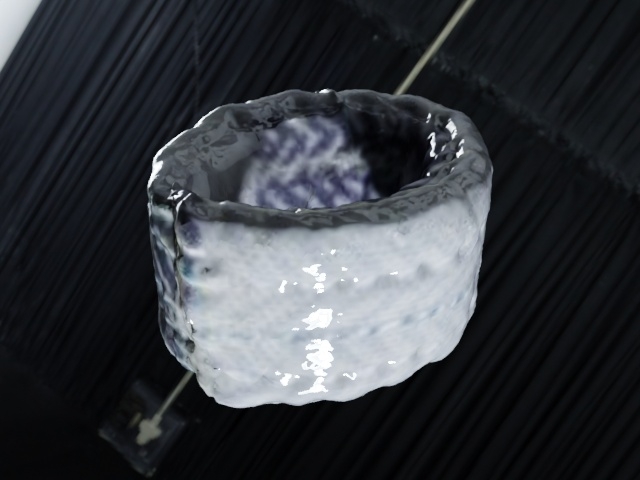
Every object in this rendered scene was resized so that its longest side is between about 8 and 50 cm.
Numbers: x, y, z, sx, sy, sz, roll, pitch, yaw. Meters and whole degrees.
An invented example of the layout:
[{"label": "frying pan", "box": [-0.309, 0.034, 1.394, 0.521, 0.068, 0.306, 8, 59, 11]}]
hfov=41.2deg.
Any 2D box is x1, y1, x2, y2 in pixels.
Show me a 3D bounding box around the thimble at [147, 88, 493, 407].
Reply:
[{"label": "thimble", "box": [0.000, 0.000, 0.610, 0.245, 0.157, 0.217, -20, -144, -30]}]
